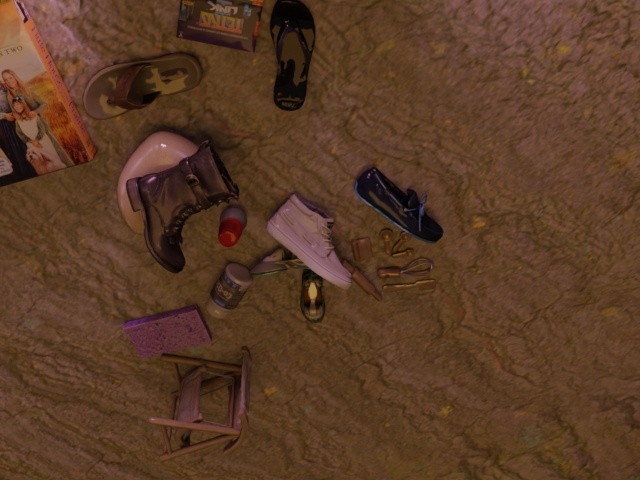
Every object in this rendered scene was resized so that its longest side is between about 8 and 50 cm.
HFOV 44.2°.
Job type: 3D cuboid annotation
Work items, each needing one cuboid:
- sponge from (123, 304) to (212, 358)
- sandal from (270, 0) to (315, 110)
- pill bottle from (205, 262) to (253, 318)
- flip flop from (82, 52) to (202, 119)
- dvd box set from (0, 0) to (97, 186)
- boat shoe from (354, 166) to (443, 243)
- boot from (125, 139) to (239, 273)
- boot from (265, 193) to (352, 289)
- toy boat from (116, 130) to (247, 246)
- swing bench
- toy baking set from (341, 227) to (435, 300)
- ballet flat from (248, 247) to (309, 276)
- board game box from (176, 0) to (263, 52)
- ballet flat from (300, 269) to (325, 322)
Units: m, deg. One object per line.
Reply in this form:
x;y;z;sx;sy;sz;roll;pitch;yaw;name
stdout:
-0.411;0.248;2.129;0.210;0.031;0.117;-15;122;6;sponge
-0.058;-0.398;1.712;0.097;0.054;0.254;-2;123;-2;sandal
-0.238;0.132;2.034;0.078;0.078;0.137;25;118;-17;pill bottle
-0.393;-0.333;1.724;0.277;0.080;0.112;-13;122;6;flip flop
-0.720;-0.324;1.726;0.308;0.062;0.420;-14;123;6;dvd box set
0.203;-0.082;1.900;0.258;0.109;0.089;30;114;-22;boat shoe
-0.284;-0.069;1.740;0.229;0.091;0.263;-18;111;10;boot
0.000;0.000;1.914;0.258;0.095;0.123;38;100;-3;boot
-0.317;-0.097;1.859;0.318;0.148;0.267;33;111;-13;toy boat
-0.307;0.438;2.125;0.255;0.253;0.165;-5;123;1;swing bench
0.183;0.075;2.043;0.197;0.030;0.256;-32;119;17;toy baking set
-0.079;0.047;2.003;0.213;0.072;0.068;-6;96;1;ballet flat
-0.209;-0.482;1.655;0.170;0.048;0.141;9;121;-8;board game box
-0.022;0.156;2.067;0.070;0.070;0.188;-6;123;1;ballet flat
